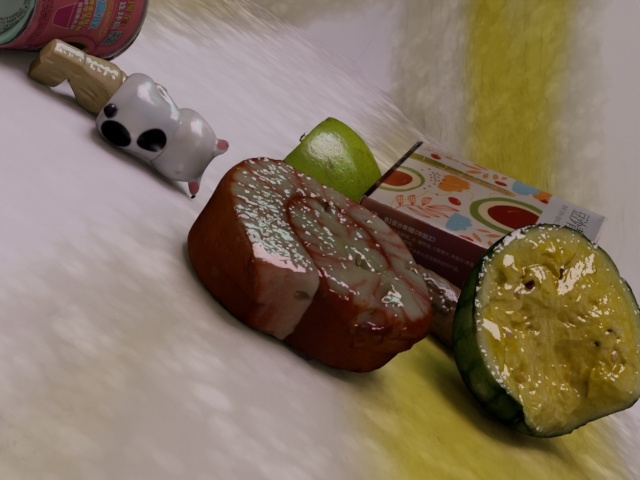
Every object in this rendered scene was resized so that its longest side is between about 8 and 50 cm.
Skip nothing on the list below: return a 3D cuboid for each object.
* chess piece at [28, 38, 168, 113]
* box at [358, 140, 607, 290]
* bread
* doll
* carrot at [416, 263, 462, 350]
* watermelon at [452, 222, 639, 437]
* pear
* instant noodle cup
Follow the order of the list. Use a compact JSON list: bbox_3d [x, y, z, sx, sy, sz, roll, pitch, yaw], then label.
[{"bbox_3d":[-0.326,-0.228,1.761,0.200,0.090,0.090,26,18,-37],"label":"chess piece"},{"bbox_3d":[0.280,-0.011,2.125,0.385,0.122,0.344,24,27,12],"label":"box"},{"bbox_3d":[-0.009,0.027,1.560,0.328,0.114,0.295,25,27,-24],"label":"bread"},{"bbox_3d":[-0.230,-0.157,1.717,0.181,0.110,0.107,31,23,-23],"label":"doll"},{"bbox_3d":[0.155,0.085,1.967,0.263,0.102,0.102,34,12,14],"label":"carrot"},{"bbox_3d":[0.316,0.147,1.823,0.331,0.189,0.330,16,60,-30],"label":"watermelon"},{"bbox_3d":[0.055,-0.110,2.265,0.239,0.139,0.288,48,13,-1],"label":"pear"},{"bbox_3d":[-0.410,-0.370,1.777,0.244,0.244,0.255,40,23,10],"label":"instant noodle cup"}]
